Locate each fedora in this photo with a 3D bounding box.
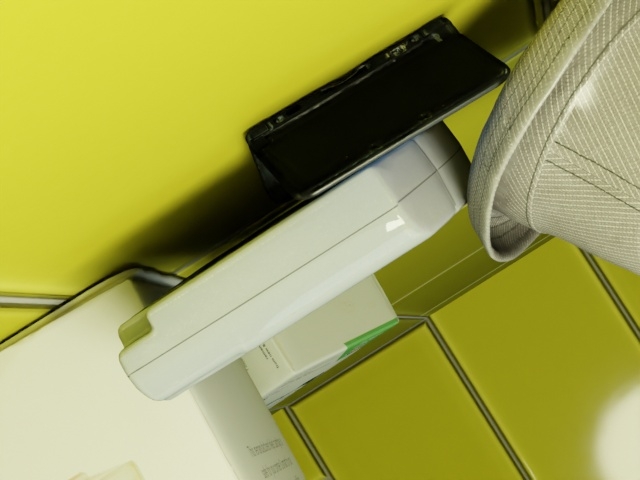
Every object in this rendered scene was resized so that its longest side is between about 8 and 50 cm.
[{"bbox_3d":[0.200,-0.072,0.899,0.275,0.124,0.243,-26,146,-54],"label":"fedora"}]

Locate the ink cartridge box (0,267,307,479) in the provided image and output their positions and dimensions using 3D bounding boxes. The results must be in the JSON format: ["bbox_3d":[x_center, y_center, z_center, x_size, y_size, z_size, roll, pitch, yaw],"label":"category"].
[{"bbox_3d":[-0.072,0.228,1.064,0.160,0.384,0.279,-29,173,3],"label":"ink cartridge box"}]

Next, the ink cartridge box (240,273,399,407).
[{"bbox_3d":[-0.058,0.101,1.429,0.153,0.087,0.208,-23,169,-48],"label":"ink cartridge box"}]

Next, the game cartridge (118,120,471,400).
[{"bbox_3d":[0.000,0.000,0.964,0.198,0.062,0.297,-28,-177,11],"label":"game cartridge"}]

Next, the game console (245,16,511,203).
[{"bbox_3d":[0.032,-0.052,0.826,0.122,0.071,0.107,-31,154,-6],"label":"game console"}]
